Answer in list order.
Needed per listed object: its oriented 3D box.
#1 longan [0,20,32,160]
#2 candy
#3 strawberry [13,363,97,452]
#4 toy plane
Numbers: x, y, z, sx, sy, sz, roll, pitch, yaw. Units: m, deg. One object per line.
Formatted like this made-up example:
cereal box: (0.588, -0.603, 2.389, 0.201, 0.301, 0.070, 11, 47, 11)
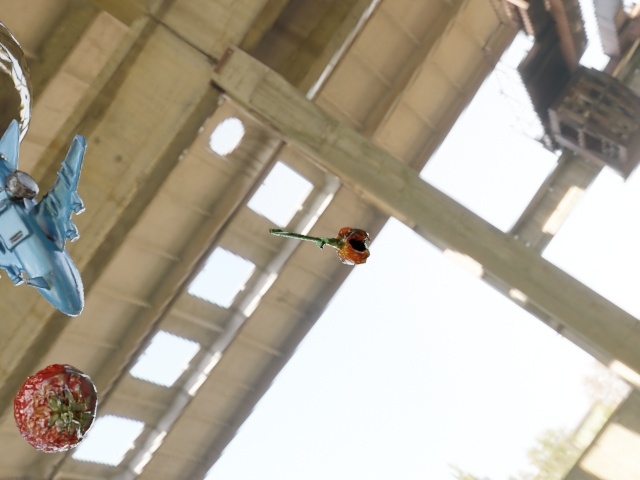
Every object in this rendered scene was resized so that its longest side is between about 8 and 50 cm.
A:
longan: (-0.705, -0.259, 1.514, 0.391, 0.391, 0.391, -41, -27, -26)
candy: (0.000, 0.000, 1.118, 0.185, 0.055, 0.049, 10, -44, -46)
strawberry: (-0.308, 0.191, 0.981, 0.106, 0.106, 0.106, -41, -27, -26)
toy plane: (-0.383, -0.018, 1.113, 0.254, 0.271, 0.105, -37, -23, 12)
